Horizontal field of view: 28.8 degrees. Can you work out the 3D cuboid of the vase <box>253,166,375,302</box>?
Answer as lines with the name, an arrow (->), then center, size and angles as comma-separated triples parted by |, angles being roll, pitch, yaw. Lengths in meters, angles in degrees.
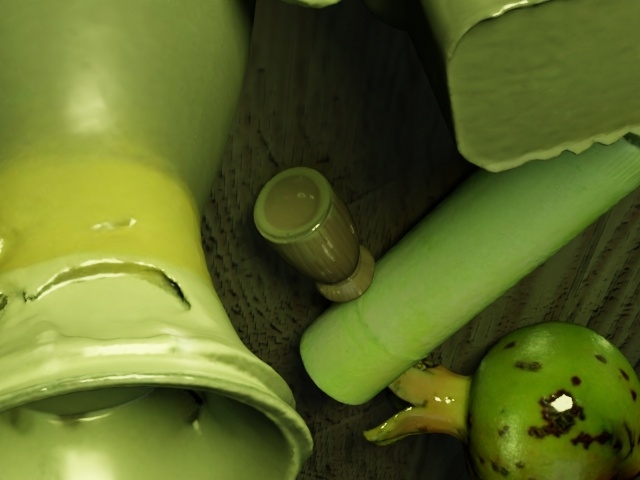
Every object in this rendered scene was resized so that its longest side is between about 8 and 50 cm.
vase -> 0.000, 0.000, 0.781 | 0.053, 0.053, 0.101 | -20, 148, 12

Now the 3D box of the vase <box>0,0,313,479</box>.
vase -> -0.092, -0.053, 0.451 | 0.173, 0.321, 0.173 | -7, 144, -5

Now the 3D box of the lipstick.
lipstick -> 0.098, 0.004, 0.794 | 0.076, 0.076, 0.304 | 16, 135, -33

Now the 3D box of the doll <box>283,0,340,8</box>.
doll -> -0.013, -0.187, 0.428 | 0.071, 0.214, 0.103 | -9, -172, 29

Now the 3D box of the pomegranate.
pomegranate -> 0.142, 0.141, 0.935 | 0.220, 0.156, 0.156 | -4, 144, -4

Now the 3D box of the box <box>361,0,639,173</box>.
box -> 0.131, -0.145, 0.512 | 0.274, 0.178, 0.138 | -16, 144, 4
